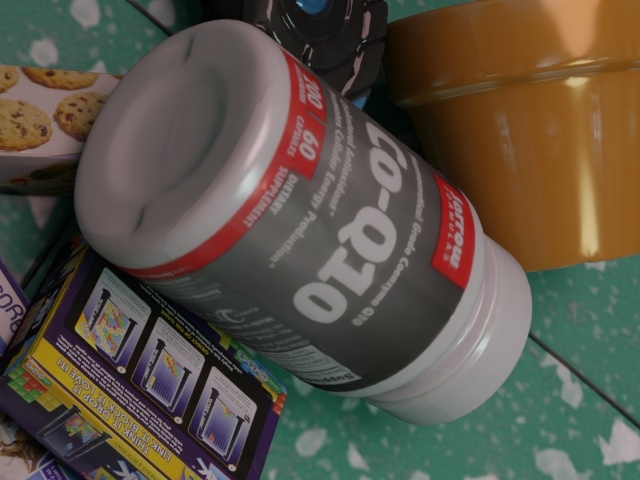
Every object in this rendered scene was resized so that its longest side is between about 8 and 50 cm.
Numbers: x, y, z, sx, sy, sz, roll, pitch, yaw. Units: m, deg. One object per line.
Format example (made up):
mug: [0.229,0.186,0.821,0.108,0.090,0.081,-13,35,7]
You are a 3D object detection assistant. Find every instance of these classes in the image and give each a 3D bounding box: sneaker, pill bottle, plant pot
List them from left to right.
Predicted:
sneaker: [-0.039,-0.208,1.235,0.125,0.140,0.340,13,75,-47]
pill bottle: [0.000,0.000,1.099,0.283,0.161,0.161,35,52,-39]
plant pot: [0.156,-0.074,1.268,0.205,0.205,0.187,-9,91,-36]

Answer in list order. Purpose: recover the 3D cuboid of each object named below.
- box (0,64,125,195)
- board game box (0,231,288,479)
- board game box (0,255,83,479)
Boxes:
box: [-0.208,-0.069,1.091,0.324,0.063,0.067,3,68,-33]
board game box: [-0.105,0.091,1.063,0.170,0.048,0.141,45,35,-18]
board game box: [-0.213,0.090,1.035,0.136,0.035,0.201,-31,89,-39]
